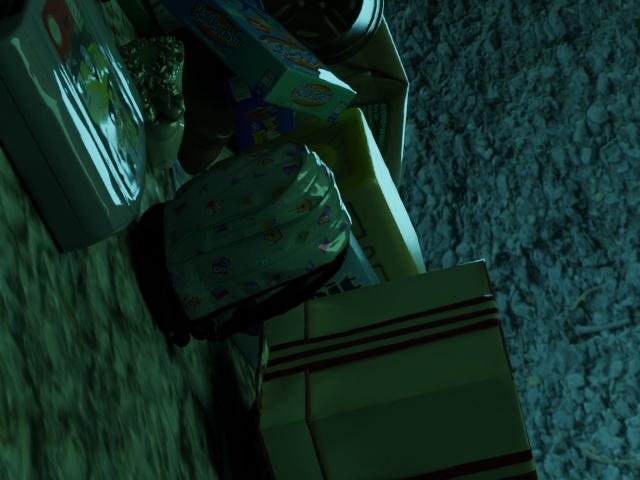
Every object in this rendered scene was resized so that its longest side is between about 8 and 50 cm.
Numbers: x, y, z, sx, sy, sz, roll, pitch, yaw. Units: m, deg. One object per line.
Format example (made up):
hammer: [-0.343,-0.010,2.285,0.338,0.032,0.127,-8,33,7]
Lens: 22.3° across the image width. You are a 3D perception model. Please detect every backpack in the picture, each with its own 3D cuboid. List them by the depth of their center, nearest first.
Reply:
backpack: [-0.065,-0.005,1.411,0.152,0.182,0.115,-100,167,-52]

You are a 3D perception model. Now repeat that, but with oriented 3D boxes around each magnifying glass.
magnifying glass: [-0.196,-0.249,1.778,0.092,0.026,0.231,-98,163,-58]

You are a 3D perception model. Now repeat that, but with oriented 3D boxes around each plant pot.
plant pot: [-0.006,-0.303,2.025,0.165,0.167,0.167,-50,119,-84]

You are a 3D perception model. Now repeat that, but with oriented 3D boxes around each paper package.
paper package: [-0.001,-0.241,2.297,0.325,0.168,0.309,89,-18,-66]

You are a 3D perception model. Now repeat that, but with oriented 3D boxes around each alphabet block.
alphabet block: [0.000,0.000,1.827,0.192,0.193,0.197,-102,168,-59]

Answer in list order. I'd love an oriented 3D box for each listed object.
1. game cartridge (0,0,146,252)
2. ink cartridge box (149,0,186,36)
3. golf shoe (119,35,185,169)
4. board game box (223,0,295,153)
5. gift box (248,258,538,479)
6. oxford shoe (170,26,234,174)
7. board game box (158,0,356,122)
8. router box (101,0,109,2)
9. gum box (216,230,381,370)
game cartridge: [-0.199,-0.119,1.282,0.294,0.060,0.196,-97,167,-63]
ink cartridge box: [-0.171,-0.269,1.893,0.028,0.048,0.083,55,15,-63]
golf shoe: [-0.165,-0.138,1.604,0.176,0.069,0.086,-96,-177,-54]
board game box: [-0.124,-0.299,2.038,0.233,0.078,0.347,91,-20,-78]
gift box: [0.055,0.163,1.499,0.255,0.258,0.276,-91,166,-68]
oxford shoe: [-0.141,-0.153,1.742,0.212,0.076,0.076,-96,-151,-48]
board game box: [-0.076,-0.220,1.794,0.210,0.047,0.160,44,16,24]
router box: [-0.258,-0.414,1.561,0.309,0.081,0.243,55,16,-60]
gum box: [-0.028,0.048,1.625,0.184,0.157,0.041,60,12,-52]
